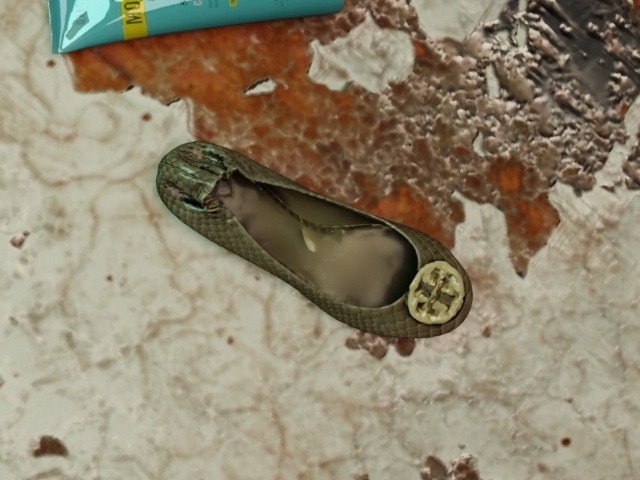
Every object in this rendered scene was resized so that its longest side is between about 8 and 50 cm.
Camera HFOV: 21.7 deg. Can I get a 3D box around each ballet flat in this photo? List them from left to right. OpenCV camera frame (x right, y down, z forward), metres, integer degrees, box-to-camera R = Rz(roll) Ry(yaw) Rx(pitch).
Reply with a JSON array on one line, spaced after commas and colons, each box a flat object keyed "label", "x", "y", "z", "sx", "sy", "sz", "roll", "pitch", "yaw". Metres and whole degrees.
[{"label": "ballet flat", "x": 0.000, "y": 0.000, "z": 1.169, "sx": 0.250, "sy": 0.058, "sz": 0.084, "roll": 28, "pitch": 81, "yaw": -13}]

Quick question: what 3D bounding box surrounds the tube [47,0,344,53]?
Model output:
[{"label": "tube", "x": -0.088, "y": -0.178, "z": 1.162, "sx": 0.207, "sy": 0.052, "sz": 0.080, "roll": -6, "pitch": 82, "yaw": -10}]
